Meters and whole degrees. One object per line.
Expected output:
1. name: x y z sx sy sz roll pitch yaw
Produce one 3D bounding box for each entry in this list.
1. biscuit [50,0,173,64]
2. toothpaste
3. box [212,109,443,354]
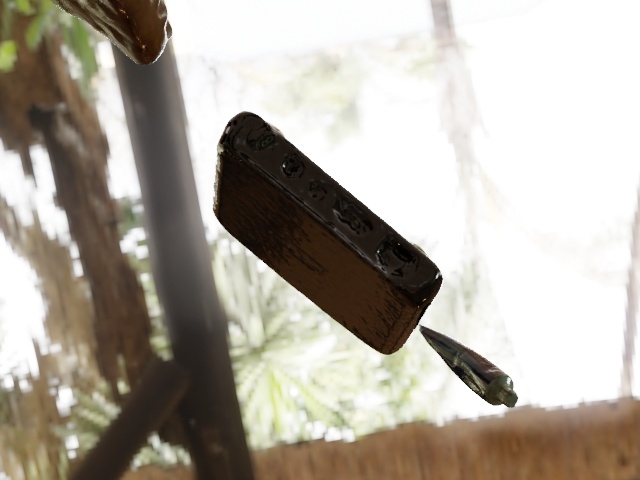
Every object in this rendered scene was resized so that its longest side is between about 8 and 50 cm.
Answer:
1. biscuit: -0.151 -0.153 0.581 0.031 0.228 0.176 -52 -161 -12
2. toothpaste: 0.082 0.069 0.808 0.019 0.027 0.083 -53 -145 1
3. box: 0.000 0.000 0.723 0.027 0.126 0.125 -49 173 -17
